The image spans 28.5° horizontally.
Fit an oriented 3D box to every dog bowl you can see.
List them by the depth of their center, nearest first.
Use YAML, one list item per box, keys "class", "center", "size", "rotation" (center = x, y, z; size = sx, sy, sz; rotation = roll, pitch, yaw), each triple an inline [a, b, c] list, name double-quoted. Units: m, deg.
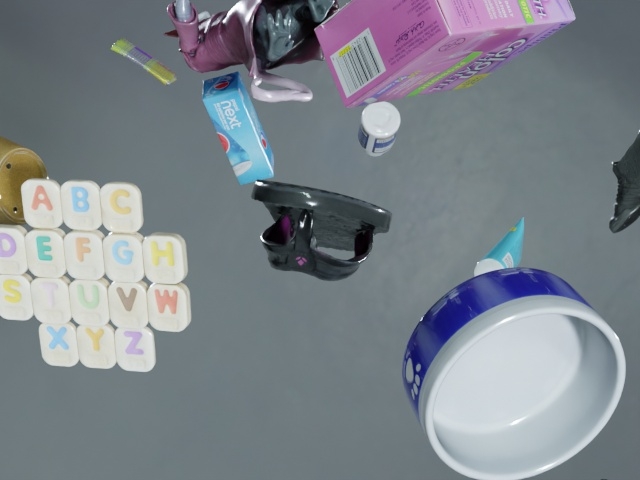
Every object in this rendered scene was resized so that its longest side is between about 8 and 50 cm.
- class: "dog bowl"
  center: [0.240, 0.169, 1.583]
  size: [0.265, 0.265, 0.104]
  rotation: [32, 16, -30]

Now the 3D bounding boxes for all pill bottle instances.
- class: "pill bottle"
  center: [0.099, -0.189, 2.173]
  size: [0.067, 0.067, 0.120]
  rotation: [33, -16, 7]

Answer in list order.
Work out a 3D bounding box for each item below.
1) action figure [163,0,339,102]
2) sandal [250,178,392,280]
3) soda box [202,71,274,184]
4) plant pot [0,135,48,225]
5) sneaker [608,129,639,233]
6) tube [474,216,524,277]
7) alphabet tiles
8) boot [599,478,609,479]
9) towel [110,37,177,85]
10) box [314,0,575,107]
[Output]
- class: "action figure"
  center: [-0.128, -0.340, 2.152]
  size: [0.248, 0.275, 0.370]
  rotation: [0, -4, -43]
- class: "sandal"
  center: [0.002, 0.001, 1.608]
  size: [0.168, 0.107, 0.446]
  rotation: [11, -5, 4]
- class: "soda box"
  center: [-0.152, -0.208, 2.359]
  size: [0.067, 0.071, 0.210]
  rotation: [-92, 164, -50]
- class: "plant pot"
  center: [-0.567, -0.091, 2.011]
  size: [0.254, 0.237, 0.237]
  rotation: [1, -16, 32]
- class: "sneaker"
  center: [0.512, -0.098, 2.076]
  size: [0.051, 0.170, 0.089]
  rotation: [-14, 57, -45]
- class: "tube"
  center: [0.306, 0.026, 2.070]
  size: [0.052, 0.080, 0.207]
  rotation: [16, 21, 19]
- class: "alphabet tiles"
  center: [-0.318, 0.052, 1.729]
  size: [0.284, 0.278, 0.021]
  rotation: [3, 20, 12]
- class: "boot"
  center: [0.473, 0.427, 1.948]
  size: [0.236, 0.085, 0.179]
  rotation: [36, -4, -39]
- class: "towel"
  center: [-0.211, -0.214, 1.515]
  size: [0.083, 0.009, 0.060]
  rotation: [33, 16, -8]
- class: "box"
  center: [0.159, -0.277, 1.618]
  size: [0.243, 0.213, 0.117]
  rotation: [-15, 81, -40]
